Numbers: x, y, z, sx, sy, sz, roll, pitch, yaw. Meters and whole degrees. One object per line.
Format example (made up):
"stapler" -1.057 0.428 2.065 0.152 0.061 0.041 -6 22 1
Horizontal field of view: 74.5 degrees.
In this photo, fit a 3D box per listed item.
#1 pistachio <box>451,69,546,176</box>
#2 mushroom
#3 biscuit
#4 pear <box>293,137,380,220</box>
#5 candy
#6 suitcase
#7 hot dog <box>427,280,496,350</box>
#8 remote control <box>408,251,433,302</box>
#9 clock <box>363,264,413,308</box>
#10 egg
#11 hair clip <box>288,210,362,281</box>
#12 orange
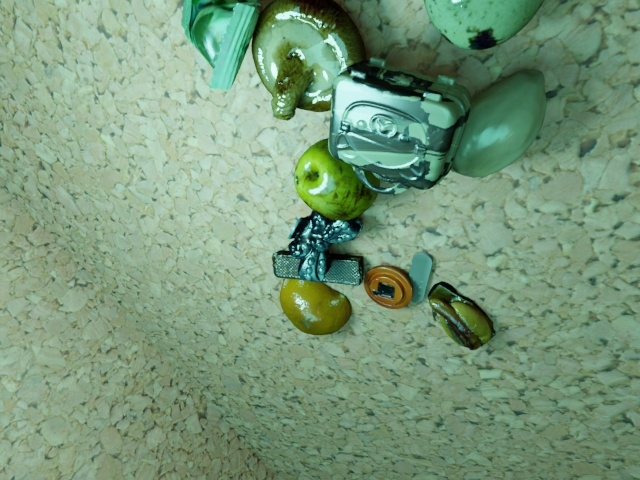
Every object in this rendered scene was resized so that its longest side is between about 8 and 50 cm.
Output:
"pistachio" 0.479 -0.314 1.159 0.332 0.208 0.226 -47 53 33
"mushroom" -0.037 -0.535 1.218 0.345 0.239 0.345 -2 123 -4
"biscuit" -0.014 0.107 1.721 0.389 0.073 0.107 3 109 20
"pear" 0.050 -0.194 1.361 0.284 0.283 0.283 11 126 16
"candy" -0.319 -0.650 1.214 0.398 0.172 0.263 52 129 24
"suitcase" 0.195 -0.287 1.132 0.352 0.194 0.339 24 137 19
"hot dog" 0.533 0.323 1.629 0.326 0.107 0.194 34 130 -2
"remote control" 0.378 0.145 1.625 0.077 0.022 0.244 13 127 13
"clock" 0.267 0.189 1.669 0.205 0.051 0.205 16 127 22
"egg" 0.364 -0.624 0.921 0.288 0.287 0.379 0 123 23
"hair clip" -0.003 -0.006 1.553 0.206 0.194 0.310 38 110 5
"orange" -0.026 0.292 1.857 0.310 0.274 0.274 15 135 -28
